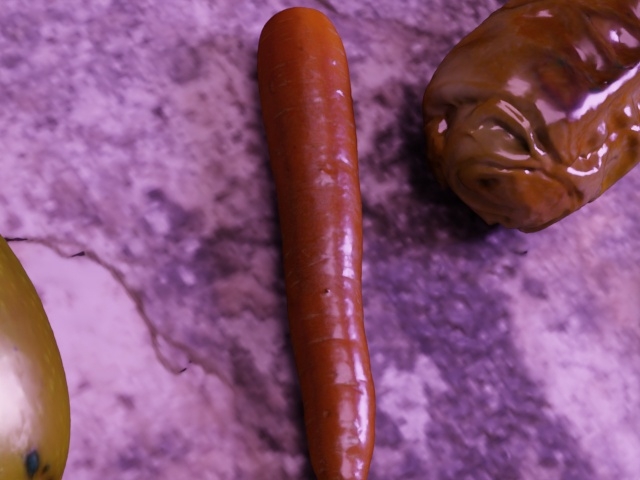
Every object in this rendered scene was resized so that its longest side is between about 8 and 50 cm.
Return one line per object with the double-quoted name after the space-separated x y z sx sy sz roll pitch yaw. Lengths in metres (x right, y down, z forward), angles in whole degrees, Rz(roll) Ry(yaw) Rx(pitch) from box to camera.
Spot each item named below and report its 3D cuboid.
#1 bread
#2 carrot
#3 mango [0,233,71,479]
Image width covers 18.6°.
0.147 -0.093 0.965 0.087 0.098 0.269 17 40 37 "bread"
0.000 0.000 0.861 0.043 0.043 0.248 7 60 -24 "carrot"
-0.205 0.019 0.683 0.175 0.143 0.293 -34 69 -32 "mango"
